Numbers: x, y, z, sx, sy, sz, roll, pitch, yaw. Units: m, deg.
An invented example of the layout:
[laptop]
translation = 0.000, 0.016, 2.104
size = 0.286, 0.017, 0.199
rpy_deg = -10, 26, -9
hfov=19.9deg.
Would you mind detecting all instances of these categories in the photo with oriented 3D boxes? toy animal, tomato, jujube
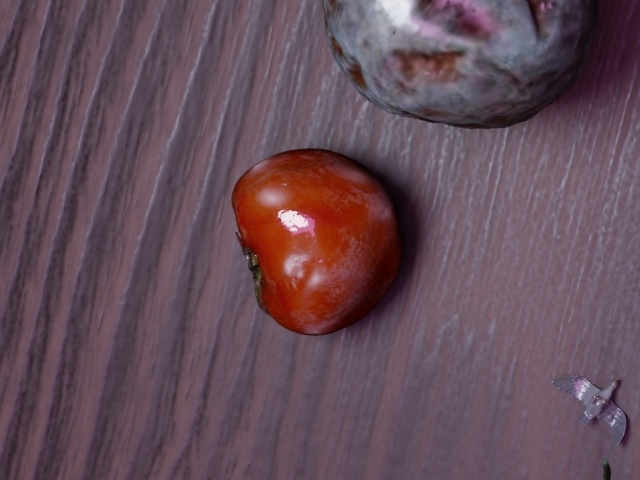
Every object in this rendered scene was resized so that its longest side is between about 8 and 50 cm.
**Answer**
[toy animal]
translation = 0.257, 0.146, 1.681
size = 0.084, 0.028, 0.050
rpy_deg = 46, 114, 10
[tomato]
translation = 0.000, 0.000, 1.688
size = 0.151, 0.187, 0.187
rpy_deg = -12, 90, -3
[jujube]
translation = 0.116, -0.202, 1.557
size = 0.246, 0.308, 0.215
rpy_deg = 44, 106, 13

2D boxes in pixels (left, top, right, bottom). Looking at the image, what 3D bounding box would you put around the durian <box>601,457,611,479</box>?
[durian]
translation = 0.345, 0.358, 1.621
size = 0.132, 0.106, 0.375
rpy_deg = -38, 80, 41
